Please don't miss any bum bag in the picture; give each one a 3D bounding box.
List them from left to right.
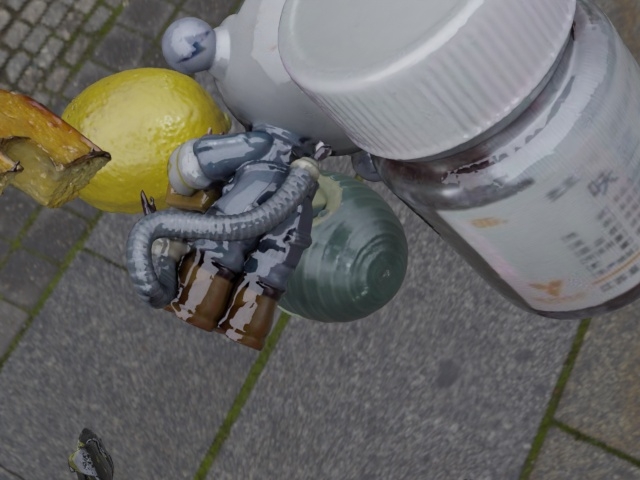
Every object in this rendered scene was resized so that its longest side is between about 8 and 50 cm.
[{"bbox_3d":[-0.385,0.379,1.594,0.060,0.232,0.106,-21,91,-12],"label":"bum bag"}]

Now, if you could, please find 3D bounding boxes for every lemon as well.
[{"bbox_3d":[-0.305,-0.164,1.577,0.320,0.245,0.245,-13,69,-3],"label":"lemon"}]

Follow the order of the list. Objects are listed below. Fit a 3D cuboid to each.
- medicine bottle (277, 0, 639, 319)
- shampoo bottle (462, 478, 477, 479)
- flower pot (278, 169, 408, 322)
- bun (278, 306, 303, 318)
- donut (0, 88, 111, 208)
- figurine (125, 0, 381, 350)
[{"bbox_3d":[0.113,-0.075,0.572,0.165,0.273,0.165,-21,50,28],"label":"medicine bottle"},{"bbox_3d":[0.274,0.369,1.211,0.129,0.323,0.084,27,89,37],"label":"shampoo bottle"},{"bbox_3d":[0.001,0.004,1.193,0.243,0.157,0.189,22,62,46],"label":"flower pot"},{"bbox_3d":[0.000,0.000,1.752,0.283,0.179,0.283,1,45,-1],"label":"bun"},{"bbox_3d":[-0.358,-0.099,1.003,0.152,0.101,0.259,44,26,11],"label":"donut"},{"bbox_3d":[-0.032,-0.099,0.858,0.186,0.261,0.381,20,83,42],"label":"figurine"}]
